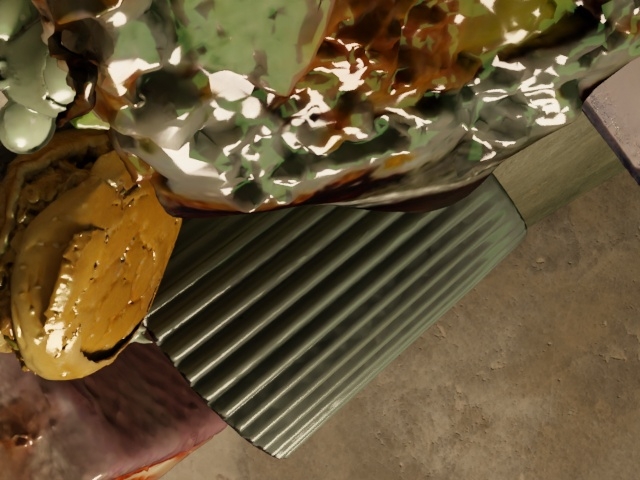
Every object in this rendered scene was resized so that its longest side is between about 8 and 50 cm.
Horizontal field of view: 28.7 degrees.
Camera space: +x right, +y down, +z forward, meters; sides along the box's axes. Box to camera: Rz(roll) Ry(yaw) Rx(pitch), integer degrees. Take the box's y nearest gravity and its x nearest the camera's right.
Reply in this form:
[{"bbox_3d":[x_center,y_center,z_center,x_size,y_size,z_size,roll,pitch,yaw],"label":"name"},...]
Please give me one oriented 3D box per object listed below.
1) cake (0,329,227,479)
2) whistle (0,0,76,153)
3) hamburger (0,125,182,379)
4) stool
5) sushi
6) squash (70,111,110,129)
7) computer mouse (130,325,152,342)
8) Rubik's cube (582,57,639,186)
[{"bbox_3d":[-0.278,0.187,1.332,0.237,0.230,0.309,-37,168,20],"label":"cake"},{"bbox_3d":[-0.127,-0.137,0.845,0.235,0.077,0.114,-24,122,-41],"label":"whistle"},{"bbox_3d":[-0.197,0.010,1.016,0.214,0.108,0.214,-58,162,-32],"label":"hamburger"},{"bbox_3d":[0.000,0.000,1.231,0.330,0.297,0.297,-39,167,2],"label":"stool"},{"bbox_3d":[0.031,-0.173,0.677,0.417,0.176,0.417,-15,144,-11],"label":"sushi"},{"bbox_3d":[-0.053,-0.109,1.015,0.288,0.111,0.203,-35,126,-15],"label":"squash"},{"bbox_3d":[-0.232,0.051,1.156,0.089,0.181,0.056,-17,125,-73],"label":"computer mouse"},{"bbox_3d":[0.405,-0.260,1.239,0.310,0.305,0.307,-28,169,-36],"label":"Rubik's cube"}]
